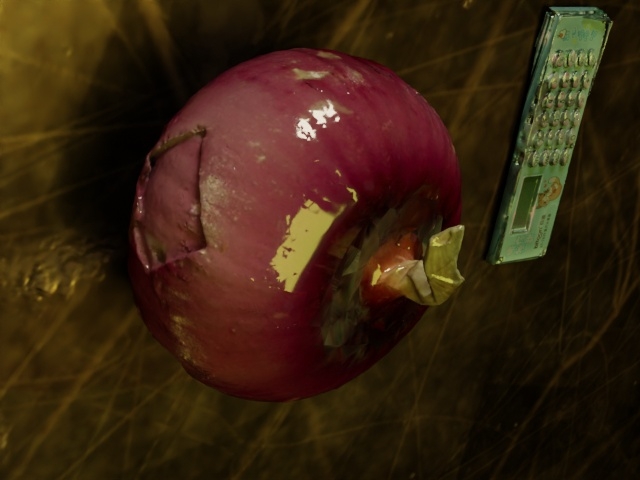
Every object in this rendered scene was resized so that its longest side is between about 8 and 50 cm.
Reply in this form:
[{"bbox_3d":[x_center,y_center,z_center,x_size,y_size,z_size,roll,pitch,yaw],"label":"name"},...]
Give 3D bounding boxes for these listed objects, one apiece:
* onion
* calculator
[{"bbox_3d":[-0.008,-0.004,0.568,0.177,0.153,0.177,-50,171,-11],"label":"onion"},{"bbox_3d":[0.146,-0.064,0.753,0.057,0.018,0.172,-6,118,-36],"label":"calculator"}]
